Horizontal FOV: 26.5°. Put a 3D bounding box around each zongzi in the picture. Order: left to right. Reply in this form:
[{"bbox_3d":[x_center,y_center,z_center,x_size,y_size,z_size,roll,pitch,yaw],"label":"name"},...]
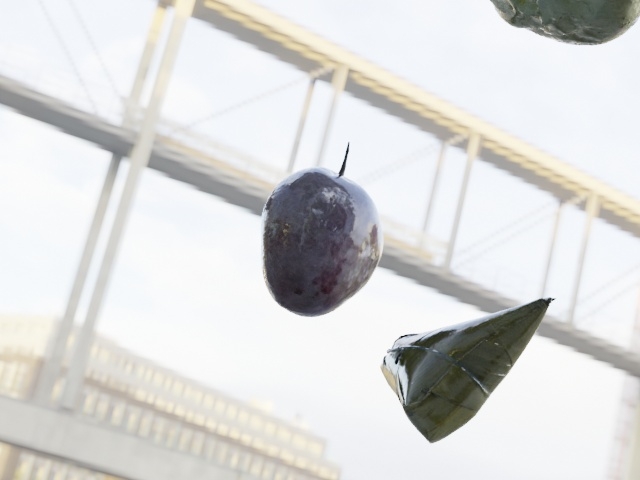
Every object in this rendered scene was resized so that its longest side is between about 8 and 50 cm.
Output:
[{"bbox_3d":[0.198,0.140,1.872,0.115,0.256,0.228,41,4,-15],"label":"zongzi"}]

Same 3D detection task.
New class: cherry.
[{"bbox_3d":[0.000,0.000,2.062,0.183,0.266,0.213,6,-36,34],"label":"cherry"}]

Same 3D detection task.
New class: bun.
[{"bbox_3d":[0.286,-0.337,1.628,0.239,0.141,0.239,35,-36,31],"label":"bun"}]
